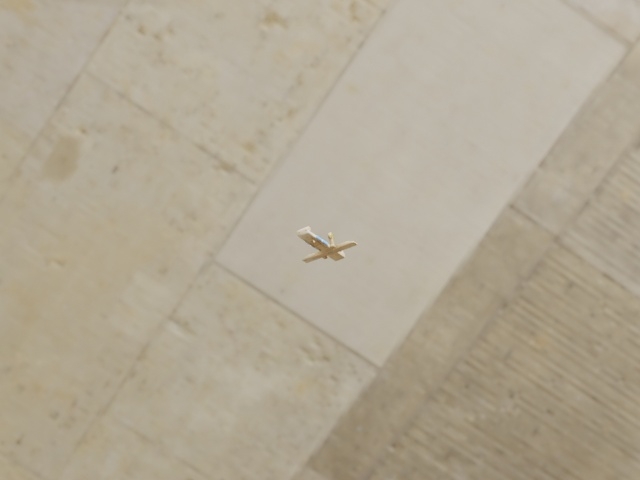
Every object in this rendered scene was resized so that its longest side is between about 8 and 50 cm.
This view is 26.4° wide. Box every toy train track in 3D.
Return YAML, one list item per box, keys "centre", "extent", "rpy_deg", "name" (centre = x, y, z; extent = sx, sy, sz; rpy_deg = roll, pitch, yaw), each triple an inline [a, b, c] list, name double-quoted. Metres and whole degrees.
- centre: [0.000, 0.000, 1.127]
  extent: [0.048, 0.014, 0.083]
  rpy_deg: [-20, -21, 17]
  name: "toy train track"
